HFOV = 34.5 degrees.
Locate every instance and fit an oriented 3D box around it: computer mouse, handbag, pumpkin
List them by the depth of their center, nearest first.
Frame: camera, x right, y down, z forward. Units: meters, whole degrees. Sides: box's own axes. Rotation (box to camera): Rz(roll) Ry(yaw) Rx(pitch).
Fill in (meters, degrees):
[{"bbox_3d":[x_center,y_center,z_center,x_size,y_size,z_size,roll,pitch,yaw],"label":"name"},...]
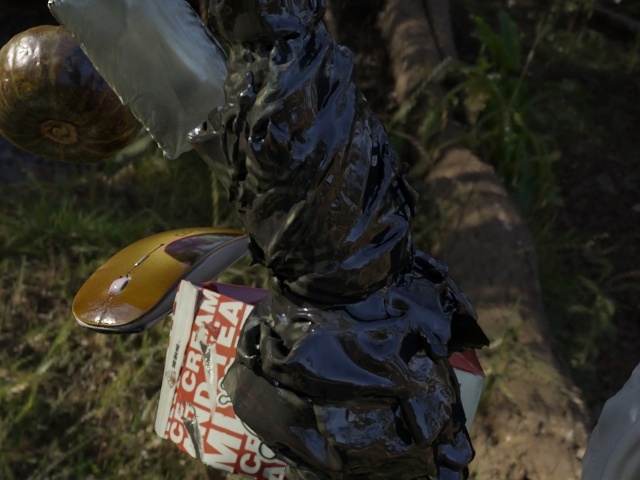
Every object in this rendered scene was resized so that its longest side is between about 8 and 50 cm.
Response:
[{"bbox_3d":[-0.006,0.138,0.987,0.298,0.171,0.151,16,11,2],"label":"handbag"},{"bbox_3d":[-0.336,-0.205,1.396,0.219,0.219,0.162,13,56,-9],"label":"pumpkin"},{"bbox_3d":[-0.224,0.040,1.495,0.158,0.072,0.310,2,25,32],"label":"computer mouse"}]

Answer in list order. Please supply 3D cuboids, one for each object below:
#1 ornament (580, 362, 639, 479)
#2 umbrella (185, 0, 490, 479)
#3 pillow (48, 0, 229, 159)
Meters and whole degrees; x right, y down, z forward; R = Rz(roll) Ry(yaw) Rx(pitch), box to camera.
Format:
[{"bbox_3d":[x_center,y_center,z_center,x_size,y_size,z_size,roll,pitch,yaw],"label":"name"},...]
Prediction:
[{"bbox_3d":[0.390,0.227,0.853,0.337,0.337,0.337,14,30,-8],"label":"ornament"},{"bbox_3d":[-0.011,0.006,0.574,0.154,0.337,0.128,-28,24,-3],"label":"umbrella"},{"bbox_3d":[-0.176,-0.204,1.106,0.128,0.229,0.051,-39,30,-5],"label":"pillow"}]
